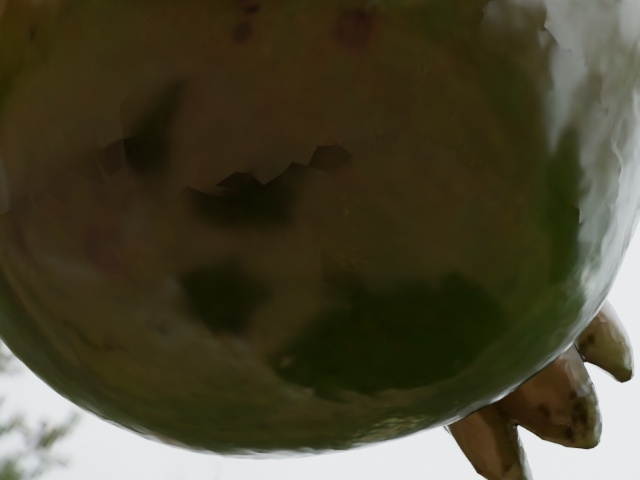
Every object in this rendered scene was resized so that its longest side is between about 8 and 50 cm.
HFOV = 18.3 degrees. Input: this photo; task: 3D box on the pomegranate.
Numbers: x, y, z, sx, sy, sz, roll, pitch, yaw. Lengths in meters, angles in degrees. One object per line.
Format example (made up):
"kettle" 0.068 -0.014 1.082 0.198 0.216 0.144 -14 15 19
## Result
"pomegranate" 0.000 0.000 0.807 0.309 0.216 0.358 -8 -46 39
